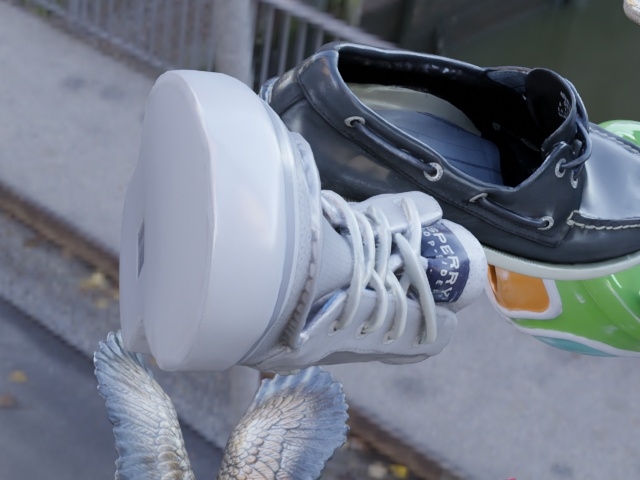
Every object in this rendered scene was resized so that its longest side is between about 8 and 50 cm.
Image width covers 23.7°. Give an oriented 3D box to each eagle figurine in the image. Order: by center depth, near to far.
[{"bbox_3d":[-0.112,0.234,1.436,0.225,0.298,0.226,2,-14,30],"label":"eagle figurine"}]

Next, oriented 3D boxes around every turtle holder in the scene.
[{"bbox_3d":[0.311,-0.003,1.591,0.320,0.227,0.243,-33,96,-44],"label":"turtle holder"}]

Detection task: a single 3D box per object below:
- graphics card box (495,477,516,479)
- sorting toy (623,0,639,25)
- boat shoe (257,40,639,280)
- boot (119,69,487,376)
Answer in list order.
[{"bbox_3d":[0.273,0.522,2.027,0.094,0.233,0.371,-14,30,4],"label":"graphics card box"},{"bbox_3d":[0.287,-0.104,0.858,0.229,0.041,0.307,3,25,-26],"label":"sorting toy"},{"bbox_3d":[0.118,-0.065,0.997,0.340,0.113,0.127,14,48,-24],"label":"boat shoe"},{"bbox_3d":[0.000,0.000,0.523,0.123,0.095,0.258,1,-3,-11],"label":"boot"}]
